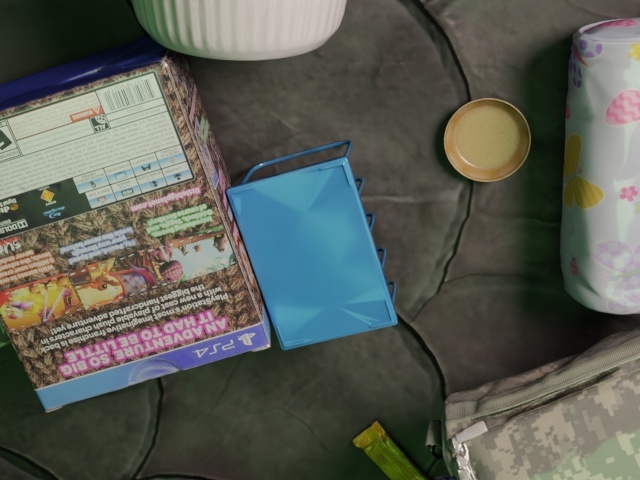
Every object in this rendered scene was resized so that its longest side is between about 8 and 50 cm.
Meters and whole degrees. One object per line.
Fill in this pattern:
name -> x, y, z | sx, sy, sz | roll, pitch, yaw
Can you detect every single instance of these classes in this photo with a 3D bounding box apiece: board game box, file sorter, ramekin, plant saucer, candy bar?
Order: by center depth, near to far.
ramekin -> -0.070, -0.234, 0.863 | 0.207, 0.207, 0.109 | 7, 119, 6
board game box -> -0.200, -0.019, 0.954 | 0.232, 0.141, 0.291 | -16, 113, 4
plant saucer -> 0.163, -0.099, 0.973 | 0.083, 0.015, 0.084 | 3, 111, 8
file sorter -> 0.000, 0.000, 0.985 | 0.118, 0.104, 0.170 | -14, 107, 13
candy bar -> 0.102, 0.268, 1.113 | 0.040, 0.018, 0.161 | -40, 100, 22

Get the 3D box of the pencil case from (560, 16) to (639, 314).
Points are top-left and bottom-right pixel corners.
pencil case -> 0.288, -0.067, 0.916 | 0.124, 0.113, 0.273 | -8, 110, -10

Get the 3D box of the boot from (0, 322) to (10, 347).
boot -> -0.371, 0.013, 1.059 | 0.189, 0.076, 0.209 | -26, 98, 31

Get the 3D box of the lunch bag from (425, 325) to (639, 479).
lunch bag -> 0.283, 0.201, 0.934 | 0.305, 0.213, 0.256 | -26, 119, 17
